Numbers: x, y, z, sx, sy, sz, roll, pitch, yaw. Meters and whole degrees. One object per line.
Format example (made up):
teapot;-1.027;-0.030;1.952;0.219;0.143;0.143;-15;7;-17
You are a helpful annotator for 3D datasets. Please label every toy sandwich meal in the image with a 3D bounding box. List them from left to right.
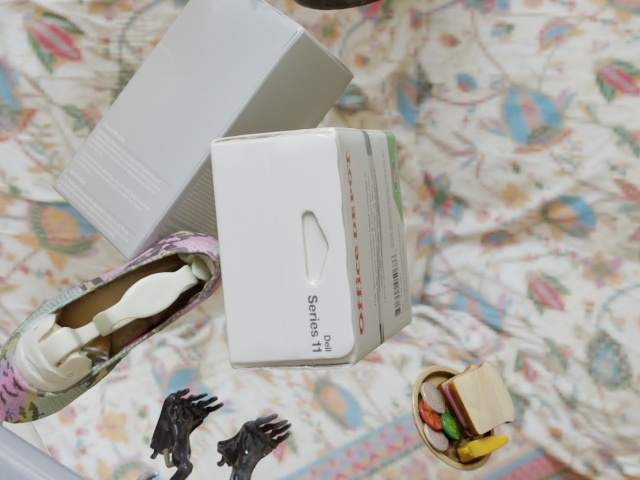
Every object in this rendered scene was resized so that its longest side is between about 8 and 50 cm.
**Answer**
toy sandwich meal;0.099;0.119;0.882;0.086;0.029;0.085;24;49;-31

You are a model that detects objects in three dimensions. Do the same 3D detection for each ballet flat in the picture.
ballet flat;-0.168;0.064;0.986;0.221;0.079;0.077;-34;91;-5

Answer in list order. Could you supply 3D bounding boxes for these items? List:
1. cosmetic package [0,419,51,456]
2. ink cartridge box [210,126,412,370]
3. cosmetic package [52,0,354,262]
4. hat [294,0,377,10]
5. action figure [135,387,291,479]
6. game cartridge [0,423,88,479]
cosmetic package;-0.353;0.285;1.240;0.230;0.453;0.161;-29;162;-16
ink cartridge box;0.000;0.000;0.885;0.208;0.087;0.153;-12;98;-76
cosmetic package;-0.099;-0.092;1.077;0.238;0.127;0.107;-50;145;2
hat;0.041;-0.321;1.347;0.331;0.331;0.134;-38;110;-38
action figure;-0.112;0.248;1.049;0.164;0.141;0.275;28;46;-14
game cartridge;-0.193;0.231;0.599;0.294;0.196;0.060;-58;179;2
